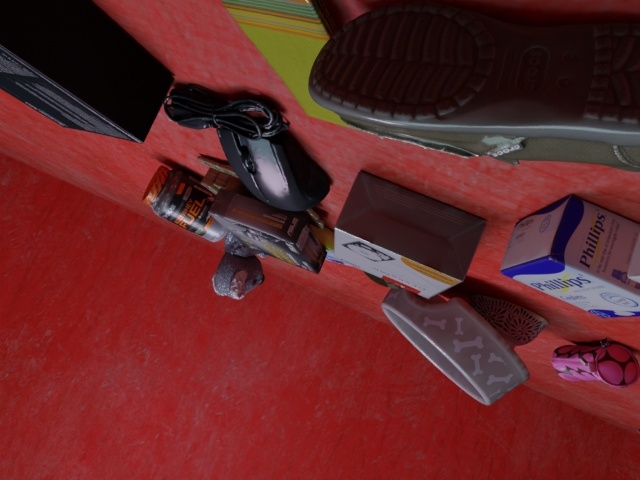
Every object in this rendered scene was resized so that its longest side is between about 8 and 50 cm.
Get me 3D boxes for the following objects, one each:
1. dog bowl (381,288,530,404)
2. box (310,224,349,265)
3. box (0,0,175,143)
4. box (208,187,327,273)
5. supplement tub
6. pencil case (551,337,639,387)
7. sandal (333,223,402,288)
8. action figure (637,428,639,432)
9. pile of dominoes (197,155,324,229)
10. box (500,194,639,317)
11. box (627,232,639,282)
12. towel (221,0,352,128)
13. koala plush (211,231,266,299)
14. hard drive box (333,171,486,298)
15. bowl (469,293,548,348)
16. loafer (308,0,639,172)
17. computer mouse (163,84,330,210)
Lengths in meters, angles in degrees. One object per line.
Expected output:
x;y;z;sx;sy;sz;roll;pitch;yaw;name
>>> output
0.274;0.211;1.116;0.349;0.102;0.349;44;174;6;dog bowl
0.000;0.000;1.145;0.109;0.042;0.178;12;164;47;box
-0.326;-0.224;0.571;0.184;0.103;0.261;14;166;32;box
-0.096;-0.012;1.030;0.183;0.056;0.231;19;167;16;box
-0.294;-0.085;1.166;0.190;0.117;0.117;28;169;-25;supplement tub
0.560;0.256;1.075;0.098;0.095;0.209;-12;166;-2;pencil case
0.107;0.023;1.010;0.090;0.060;0.219;0;141;52;sandal
0.715;0.366;0.849;0.370;0.275;0.248;8;174;7;action figure
-0.113;-0.074;0.982;0.251;0.040;0.196;24;171;30;pile of dominoes
0.285;0.023;0.549;0.137;0.072;0.126;24;169;2;box
0.292;-0.009;0.235;0.181;0.119;0.182;23;169;2;box
-0.017;-0.163;0.432;0.102;0.021;0.237;24;172;28;towel
-0.203;0.048;1.344;0.203;0.221;0.196;29;169;-28;koala plush
0.118;0.003;0.772;0.181;0.089;0.232;23;170;7;hard drive box
0.393;0.186;1.114;0.170;0.080;0.170;22;170;4;bowl
0.107;-0.085;0.331;0.251;0.094;0.087;18;164;27;loafer
-0.084;-0.105;0.722;0.188;0.072;0.272;16;167;33;computer mouse
